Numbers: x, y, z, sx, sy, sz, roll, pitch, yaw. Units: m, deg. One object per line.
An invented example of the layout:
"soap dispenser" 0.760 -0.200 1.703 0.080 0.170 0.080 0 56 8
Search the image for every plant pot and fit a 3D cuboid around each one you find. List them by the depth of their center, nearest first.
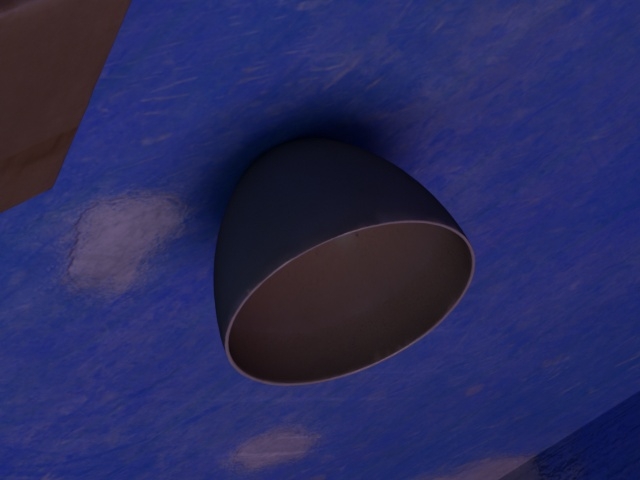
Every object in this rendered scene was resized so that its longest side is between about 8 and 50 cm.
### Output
"plant pot" 0.000 0.000 1.471 0.284 0.191 0.284 -18 147 -12

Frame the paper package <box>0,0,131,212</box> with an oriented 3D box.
"paper package" -0.331 -0.116 0.985 0.325 0.168 0.309 -34 166 -41
